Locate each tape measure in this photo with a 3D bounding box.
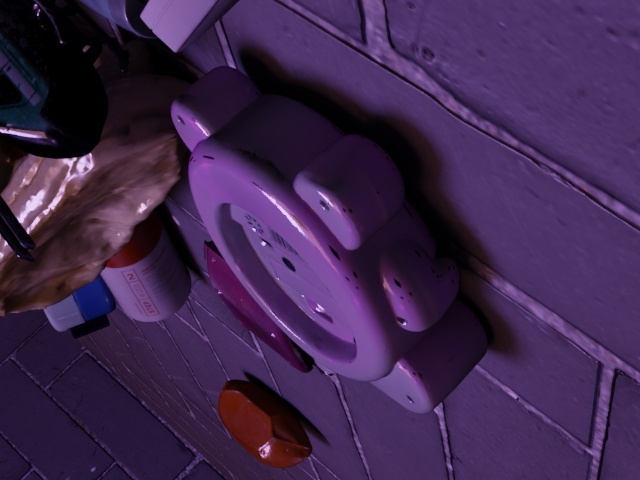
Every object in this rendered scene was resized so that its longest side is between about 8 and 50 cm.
[{"bbox_3d":[-0.354,-0.049,1.420,0.215,0.098,0.351,-131,20,-61],"label":"tape measure"}]

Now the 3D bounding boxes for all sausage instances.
[{"bbox_3d":[-0.086,0.261,1.609,0.179,0.089,0.089,32,159,44],"label":"sausage"}]

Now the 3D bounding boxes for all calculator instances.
[{"bbox_3d":[-0.068,0.081,1.244,0.127,0.034,0.190,36,162,24],"label":"calculator"}]

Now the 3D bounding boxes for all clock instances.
[{"bbox_3d":[0.000,0.000,0.806,0.227,0.090,0.248,32,157,37],"label":"clock"}]

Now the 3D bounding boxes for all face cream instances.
[{"bbox_3d":[-0.226,0.004,1.327,0.096,0.096,0.214,36,160,29],"label":"face cream"}]

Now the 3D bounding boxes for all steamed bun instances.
[{"bbox_3d":[-0.288,-0.057,1.022,0.189,0.247,0.428,56,149,6],"label":"steamed bun"}]

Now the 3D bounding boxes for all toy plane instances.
[{"bbox_3d":[-0.280,-0.161,0.843,0.381,0.155,0.106,45,-172,15],"label":"toy plane"}]

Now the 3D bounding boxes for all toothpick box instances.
[{"bbox_3d":[-0.135,-0.175,0.774,0.083,0.052,0.052,32,158,41],"label":"toothpick box"}]

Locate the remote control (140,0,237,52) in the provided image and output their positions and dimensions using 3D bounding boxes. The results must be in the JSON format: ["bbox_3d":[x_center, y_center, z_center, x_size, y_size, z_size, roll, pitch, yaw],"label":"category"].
[{"bbox_3d":[-0.014,-0.147,0.473,0.034,0.103,0.250,46,164,-9],"label":"remote control"}]
